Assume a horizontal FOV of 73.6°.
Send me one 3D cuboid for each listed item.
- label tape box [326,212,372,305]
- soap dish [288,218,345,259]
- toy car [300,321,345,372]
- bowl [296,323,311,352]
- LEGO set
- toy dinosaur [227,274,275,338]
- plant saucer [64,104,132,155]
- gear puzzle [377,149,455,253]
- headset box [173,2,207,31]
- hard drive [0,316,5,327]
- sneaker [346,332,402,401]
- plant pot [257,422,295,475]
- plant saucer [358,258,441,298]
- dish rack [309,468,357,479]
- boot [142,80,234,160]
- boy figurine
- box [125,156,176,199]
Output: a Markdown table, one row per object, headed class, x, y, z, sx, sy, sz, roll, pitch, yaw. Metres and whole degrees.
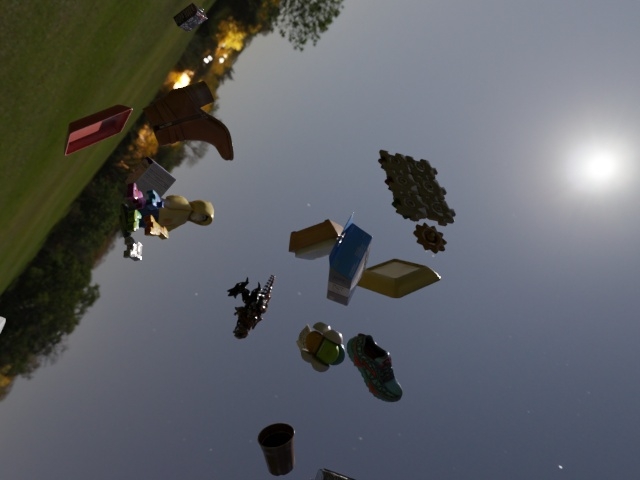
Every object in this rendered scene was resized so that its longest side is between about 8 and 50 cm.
| class | x | y | z | sx | sy | sz | roll | pitch | yaw |
| --- | --- | --- | --- | --- | --- | --- | --- | --- | --- |
| label tape box | 0.122 | 0.086 | 1.775 | 0.334 | 0.105 | 0.241 | 92 | 23 | -55 |
| soap dish | 0.000 | 0.000 | 1.932 | 0.228 | 0.118 | 0.291 | -19 | 171 | 13 |
| toy car | 0.024 | 0.413 | 1.634 | 0.182 | 0.136 | 0.159 | 21 | -98 | 55 |
| bowl | -0.059 | 0.470 | 1.925 | 0.080 | 0.170 | 0.170 | -24 | -154 | -5 |
| LEGO set | -0.469 | -0.046 | 1.172 | 0.087 | 0.093 | 0.227 | -12 | -117 | 7 |
| toy dinosaur | -0.315 | 0.291 | 1.982 | 0.164 | 0.218 | 0.322 | -4 | -132 | 17 |
| plant saucer | -0.902 | -0.450 | 1.711 | 0.258 | 0.048 | 0.259 | -39 | -167 | -34 |
| gear puzzle | 0.248 | -0.096 | 1.086 | 0.044 | 0.175 | 0.339 | 118 | -28 | -44 |
| headset box | -0.381 | -0.660 | 1.265 | 0.083 | 0.032 | 0.062 | -28 | -177 | 17 |
| hard drive | -1.138 | 0.397 | 1.401 | 0.203 | 0.040 | 0.307 | -63 | -156 | 2 |
| sneaker | 0.197 | 0.436 | 1.466 | 0.104 | 0.262 | 0.125 | -32 | 169 | -40 |
| plant pot | -0.188 | 0.940 | 1.915 | 0.166 | 0.165 | 0.167 | -7 | -167 | 2 |
| plant saucer | 0.385 | 0.176 | 2.195 | 0.332 | 0.081 | 0.332 | -16 | -162 | -33 |
| dish rack | 0.075 | 0.926 | 1.619 | 0.208 | 0.271 | 0.074 | 7 | -119 | 21 |
| boot | -0.422 | -0.352 | 1.402 | 0.220 | 0.284 | 0.109 | -32 | -142 | -16 |
| boy figurine | -0.474 | -0.073 | 1.339 | 0.177 | 0.285 | 0.092 | -52 | -123 | 42 |
| box | -0.675 | -0.238 | 1.705 | 0.137 | 0.126 | 0.072 | -50 | -130 | -4 |
